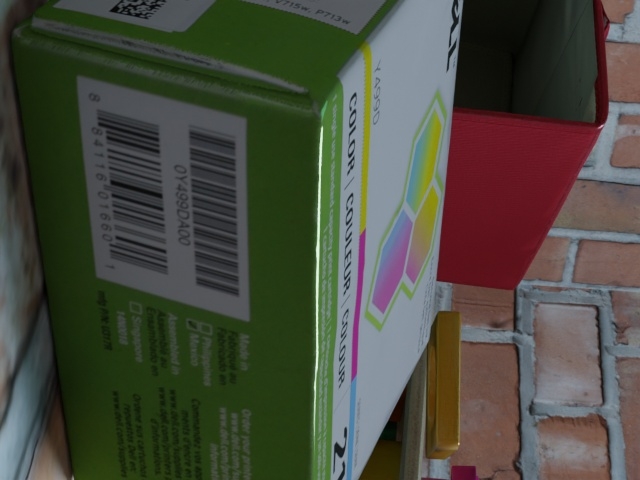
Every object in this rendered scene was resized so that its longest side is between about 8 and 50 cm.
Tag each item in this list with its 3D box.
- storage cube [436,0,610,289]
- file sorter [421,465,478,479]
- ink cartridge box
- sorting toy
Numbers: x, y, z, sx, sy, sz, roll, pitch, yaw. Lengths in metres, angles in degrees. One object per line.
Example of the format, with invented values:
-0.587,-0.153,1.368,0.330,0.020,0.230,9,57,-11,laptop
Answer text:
0.045,-0.101,0.778,0.193,0.215,0.183,101,-5,-62,storage cube
0.017,0.325,0.934,0.290,0.182,0.202,-82,174,-56,file sorter
0.005,-0.044,0.497,0.255,0.097,0.188,-54,154,-47,ink cartridge box
0.037,0.109,0.763,0.347,0.047,0.196,94,-2,-63,sorting toy
